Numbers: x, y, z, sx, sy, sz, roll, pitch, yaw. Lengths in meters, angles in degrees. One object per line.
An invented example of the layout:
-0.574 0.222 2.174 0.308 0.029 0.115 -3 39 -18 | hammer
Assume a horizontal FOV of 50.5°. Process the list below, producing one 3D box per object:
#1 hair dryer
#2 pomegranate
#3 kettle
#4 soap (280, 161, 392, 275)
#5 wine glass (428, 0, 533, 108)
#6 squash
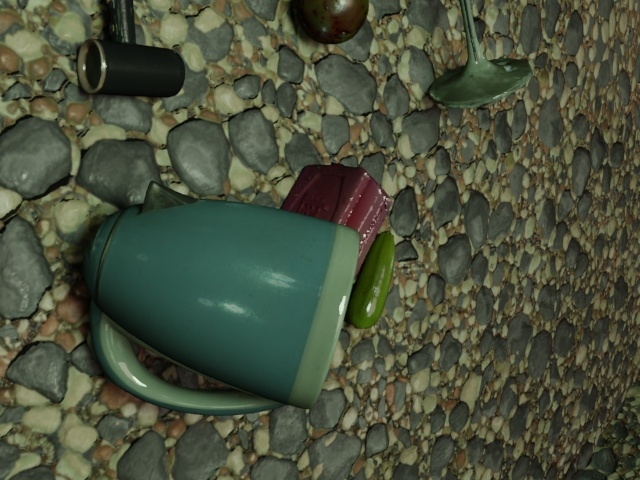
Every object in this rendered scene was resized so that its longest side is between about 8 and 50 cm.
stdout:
-0.247 -0.316 0.889 0.128 0.070 0.256 -5 96 -45 | hair dryer
0.014 -0.382 1.100 0.130 0.130 0.130 -10 104 -44 | pomegranate
-0.151 0.095 0.904 0.247 0.342 0.320 -82 -173 -75 | kettle
0.000 0.000 1.116 0.099 0.162 0.250 43 66 -40 | soap
0.258 -0.471 1.249 0.267 0.267 0.406 -43 130 -32 | wine glass
0.103 0.076 1.308 0.066 0.066 0.201 34 67 -43 | squash
